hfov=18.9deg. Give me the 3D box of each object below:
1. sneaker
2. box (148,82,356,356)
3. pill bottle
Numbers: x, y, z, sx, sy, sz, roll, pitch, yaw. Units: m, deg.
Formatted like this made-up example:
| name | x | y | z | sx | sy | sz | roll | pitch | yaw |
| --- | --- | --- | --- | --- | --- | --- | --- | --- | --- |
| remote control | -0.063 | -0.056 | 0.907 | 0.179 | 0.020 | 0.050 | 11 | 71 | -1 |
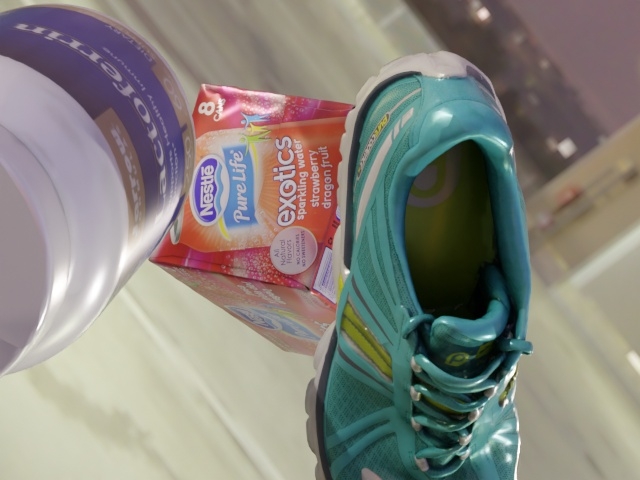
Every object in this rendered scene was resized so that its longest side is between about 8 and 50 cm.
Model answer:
| name | x | y | z | sx | sy | sz | roll | pitch | yaw |
| --- | --- | --- | --- | --- | --- | --- | --- | --- | --- |
| sneaker | 0.051 | 0.052 | 0.894 | 0.110 | 0.107 | 0.275 | -125 | -150 | -70 |
| box | 0.000 | 0.000 | 1.317 | 0.122 | 0.128 | 0.257 | 11 | -12 | 23 |
| pill bottle | -0.154 | -0.022 | 0.905 | 0.153 | 0.153 | 0.265 | 52 | 14 | -7 |
